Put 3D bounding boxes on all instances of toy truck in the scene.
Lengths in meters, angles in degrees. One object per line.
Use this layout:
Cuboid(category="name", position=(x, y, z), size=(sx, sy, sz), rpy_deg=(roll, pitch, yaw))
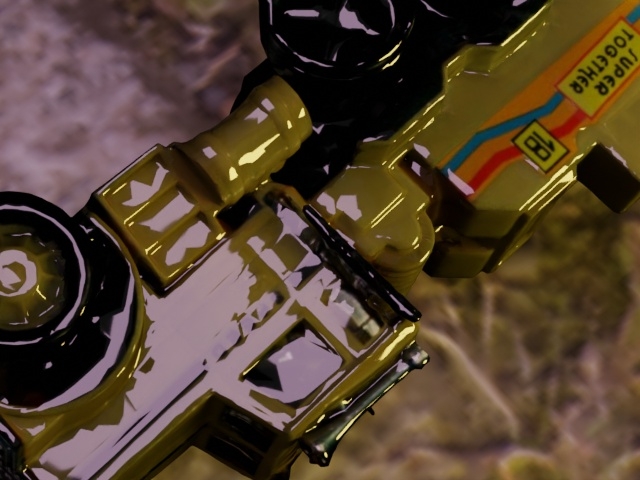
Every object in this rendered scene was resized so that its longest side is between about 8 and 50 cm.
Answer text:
Cuboid(category="toy truck", position=(-0.004, -0.002, 0.581), size=(0.257, 0.127, 0.127), rpy_deg=(-37, 81, -19))
